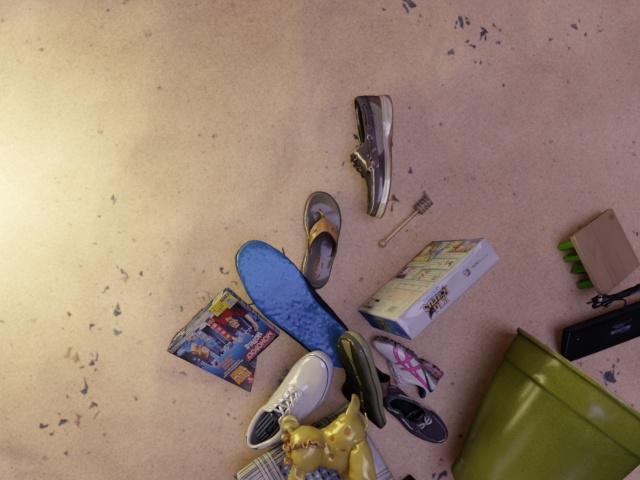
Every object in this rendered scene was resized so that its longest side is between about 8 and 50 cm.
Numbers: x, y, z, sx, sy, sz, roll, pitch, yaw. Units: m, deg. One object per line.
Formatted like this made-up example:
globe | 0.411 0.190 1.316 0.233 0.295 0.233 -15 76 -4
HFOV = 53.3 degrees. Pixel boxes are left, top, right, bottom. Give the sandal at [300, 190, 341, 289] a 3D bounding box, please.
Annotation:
sandal | 0.000 0.000 1.418 0.090 0.060 0.219 11 85 -11

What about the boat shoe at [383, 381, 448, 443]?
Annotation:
boat shoe | 0.213 0.400 1.434 0.206 0.065 0.075 41 92 -15

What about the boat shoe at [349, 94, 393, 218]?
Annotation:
boat shoe | 0.111 -0.191 1.434 0.092 0.103 0.285 3 83 -7

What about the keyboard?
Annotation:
keyboard | 0.721 0.178 1.537 0.317 0.033 0.202 -17 128 -14

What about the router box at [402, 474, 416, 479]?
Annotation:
router box | 0.174 0.639 1.435 0.179 0.046 0.133 -35 95 -12

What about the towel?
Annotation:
towel | 0.020 0.555 1.333 0.312 0.056 0.324 -23 80 -29

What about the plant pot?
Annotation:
plant pot | 0.477 0.439 1.378 0.366 0.366 0.353 36 92 -8

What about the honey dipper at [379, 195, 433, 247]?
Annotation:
honey dipper | 0.197 -0.040 1.479 0.160 0.030 0.030 -44 97 -8

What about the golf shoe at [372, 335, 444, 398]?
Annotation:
golf shoe | 0.188 0.286 1.442 0.186 0.067 0.086 35 83 -9

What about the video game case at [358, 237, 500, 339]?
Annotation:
video game case | 0.220 0.097 1.354 0.244 0.269 0.061 -42 97 -10

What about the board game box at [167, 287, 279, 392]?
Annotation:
board game box | -0.183 0.217 1.342 0.194 0.060 0.194 42 107 -15

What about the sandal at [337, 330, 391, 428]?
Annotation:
sandal | 0.106 0.291 1.331 0.086 0.303 0.120 -34 50 -24

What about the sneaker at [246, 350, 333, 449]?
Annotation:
sneaker | -0.063 0.341 1.321 0.094 0.091 0.258 37 108 14

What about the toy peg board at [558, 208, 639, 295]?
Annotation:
toy peg board | 0.673 0.031 1.563 0.160 0.079 0.161 -30 95 -27

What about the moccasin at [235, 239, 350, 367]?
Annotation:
moccasin | -0.065 0.144 1.373 0.137 0.117 0.342 -38 99 -6

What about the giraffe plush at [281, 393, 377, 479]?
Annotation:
giraffe plush | 0.010 0.419 1.271 0.170 0.181 0.210 -9 128 -6
